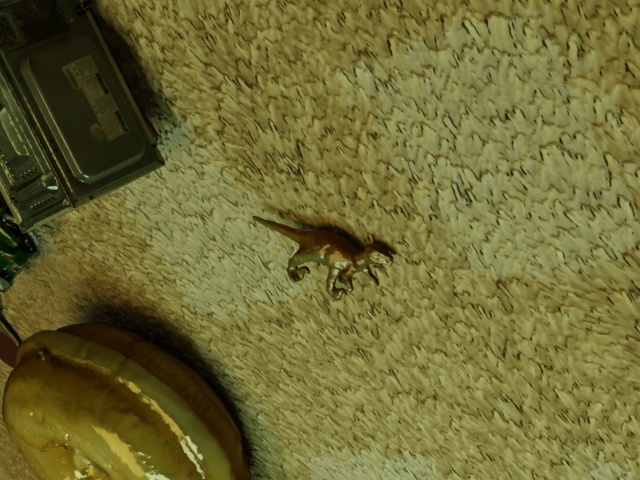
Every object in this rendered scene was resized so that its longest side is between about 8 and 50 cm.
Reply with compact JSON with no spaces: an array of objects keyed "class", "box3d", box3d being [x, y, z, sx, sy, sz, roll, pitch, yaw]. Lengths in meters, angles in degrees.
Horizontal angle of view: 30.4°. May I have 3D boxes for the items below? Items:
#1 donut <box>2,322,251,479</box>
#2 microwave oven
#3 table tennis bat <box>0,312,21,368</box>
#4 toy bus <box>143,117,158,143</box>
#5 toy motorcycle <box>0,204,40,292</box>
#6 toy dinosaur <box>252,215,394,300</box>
[{"class":"donut","box3d":[-0.292,0.309,1.791,0.449,0.198,0.448,26,139,25]},{"class":"microwave oven","box3d":[-0.314,-0.152,1.346,0.194,0.145,0.240,-15,102,57]},{"class":"table tennis bat","box3d":[-0.585,0.159,2.138,0.131,0.022,0.234,34,147,19]},{"class":"toy bus","box3d":[-0.238,-0.118,1.435,0.043,0.031,0.110,53,148,-15]},{"class":"toy motorcycle","box3d":[-0.523,-0.011,1.794,0.187,0.124,0.275,40,148,-7]},{"class":"toy dinosaur","box3d":[0.000,0.000,1.294,0.162,0.039,0.126,47,138,8]}]
